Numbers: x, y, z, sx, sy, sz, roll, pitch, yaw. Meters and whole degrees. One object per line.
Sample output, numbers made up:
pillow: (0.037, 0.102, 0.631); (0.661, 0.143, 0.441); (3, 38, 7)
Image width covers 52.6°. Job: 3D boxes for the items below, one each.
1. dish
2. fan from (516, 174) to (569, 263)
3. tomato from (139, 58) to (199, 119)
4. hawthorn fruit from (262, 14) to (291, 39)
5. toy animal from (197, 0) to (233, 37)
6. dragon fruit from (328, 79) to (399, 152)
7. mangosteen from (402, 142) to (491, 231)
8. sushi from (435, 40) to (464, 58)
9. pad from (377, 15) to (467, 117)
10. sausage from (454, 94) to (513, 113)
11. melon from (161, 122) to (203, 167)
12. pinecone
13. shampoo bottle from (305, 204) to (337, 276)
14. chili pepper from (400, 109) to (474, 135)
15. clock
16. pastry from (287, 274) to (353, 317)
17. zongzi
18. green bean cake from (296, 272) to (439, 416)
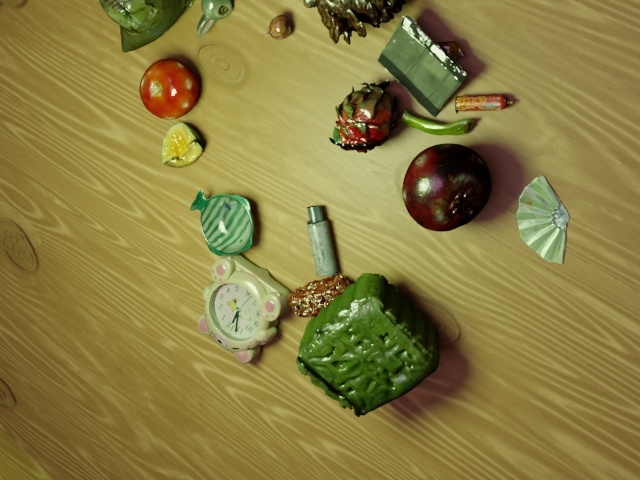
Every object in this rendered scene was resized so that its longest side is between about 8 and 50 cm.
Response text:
dish: (-0.296, -0.065, 2.078); (0.246, 0.078, 0.224); (40, 115, 12)
fan: (0.581, -0.048, 1.690); (0.131, 0.009, 0.240); (-12, 96, 30)
tomato: (-0.472, -0.476, 2.040); (0.195, 0.136, 0.195); (7, 105, 28)
hawthorn fruit: (-0.133, -0.612, 1.883); (0.103, 0.067, 0.066); (-15, 95, 30)
toy animal: (-0.315, -0.731, 1.932); (0.125, 0.127, 0.251); (20, 124, 9)
dragon fruit: (0.122, -0.331, 1.763); (0.182, 0.182, 0.188); (32, 132, 17)
mangosteen: (0.315, -0.151, 1.706); (0.235, 0.236, 0.261); (-69, 27, 21)
sushi: (0.319, -0.489, 1.696); (0.118, 0.062, 0.060); (11, 116, 44)
pad: (0.262, -0.457, 1.711); (0.233, 0.022, 0.174); (48, 142, 8)
sausage: (0.424, -0.354, 1.677); (0.146, 0.048, 0.050); (4, 65, 24)
melon: (-0.442, -0.315, 2.102); (0.160, 0.079, 0.128); (-31, 69, 29)
pinecone: (0.092, -0.674, 1.655); (0.296, 0.242, 0.298); (-11, 117, 26)
shampoo bottle: (0.000, 0.000, 1.954); (0.072, 0.072, 0.213); (-8, 98, 27)
chili pepper: (0.310, -0.311, 1.741); (0.202, 0.052, 0.050); (14, 76, 23)
clock: (-0.259, 0.227, 2.108); (0.284, 0.114, 0.309); (34, 115, 14)
pastry: (0.004, 0.176, 1.971); (0.209, 0.115, 0.097); (-19, 112, 22)
zongzi: (-0.586, -0.661, 1.958); (0.361, 0.323, 0.160); (-30, 95, 32)
green bean cake: (0.134, 0.295, 1.824); (0.335, 0.218, 0.319); (39, 114, -13)
